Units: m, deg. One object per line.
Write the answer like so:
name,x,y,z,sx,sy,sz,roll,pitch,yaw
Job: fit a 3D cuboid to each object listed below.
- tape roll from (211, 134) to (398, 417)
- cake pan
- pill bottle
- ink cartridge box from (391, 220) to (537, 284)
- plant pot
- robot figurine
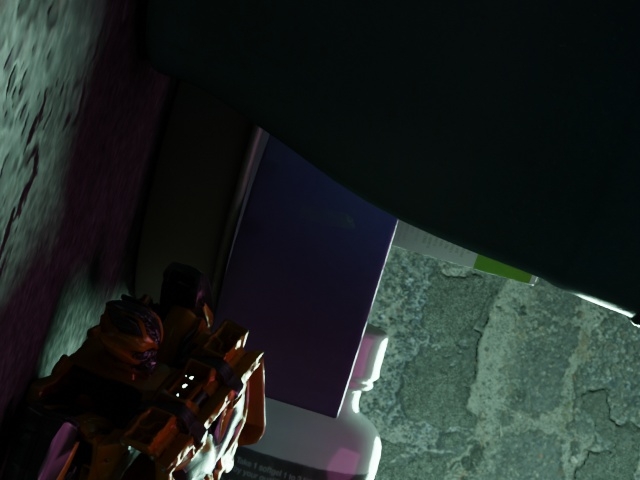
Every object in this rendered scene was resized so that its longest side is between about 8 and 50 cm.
tape roll,0.000,0.000,1.034,0.189,0.080,0.189,17,90,-89
cake pan,-0.045,-0.075,1.079,0.293,0.054,0.293,17,90,-88
pill bottle,-0.054,0.206,1.460,0.176,0.176,0.318,-45,152,-86
ink cartridge box,0.078,-0.087,1.458,0.189,0.255,0.097,106,2,-46
plant pot,0.066,-0.125,0.817,0.271,0.255,0.271,16,90,-88
robot figurine,-0.094,0.155,0.874,0.211,0.085,0.291,-50,156,-55
